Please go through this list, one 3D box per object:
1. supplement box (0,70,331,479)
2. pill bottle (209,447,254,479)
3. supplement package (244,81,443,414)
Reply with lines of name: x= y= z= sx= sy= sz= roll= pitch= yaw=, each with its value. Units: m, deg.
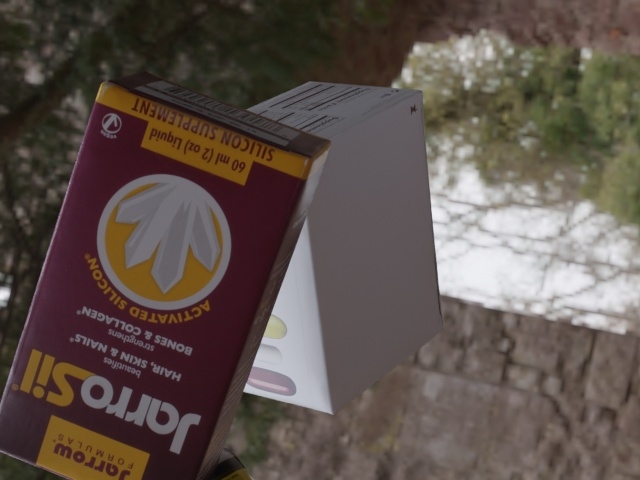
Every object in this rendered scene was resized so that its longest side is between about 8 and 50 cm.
supplement box: x=-0.077 y=0.025 z=0.659 sx=0.081 sy=0.104 sz=0.188 roll=-52 pitch=-18 yaw=-78
pill bottle: x=-0.042 y=0.215 z=0.751 sx=0.103 sy=0.184 sz=0.103 roll=-35 pitch=-10 yaw=-7
supplement package: x=0.000 y=0.000 z=1.326 sx=0.204 sy=0.145 sz=0.262 roll=-31 pitch=-59 yaw=-47
